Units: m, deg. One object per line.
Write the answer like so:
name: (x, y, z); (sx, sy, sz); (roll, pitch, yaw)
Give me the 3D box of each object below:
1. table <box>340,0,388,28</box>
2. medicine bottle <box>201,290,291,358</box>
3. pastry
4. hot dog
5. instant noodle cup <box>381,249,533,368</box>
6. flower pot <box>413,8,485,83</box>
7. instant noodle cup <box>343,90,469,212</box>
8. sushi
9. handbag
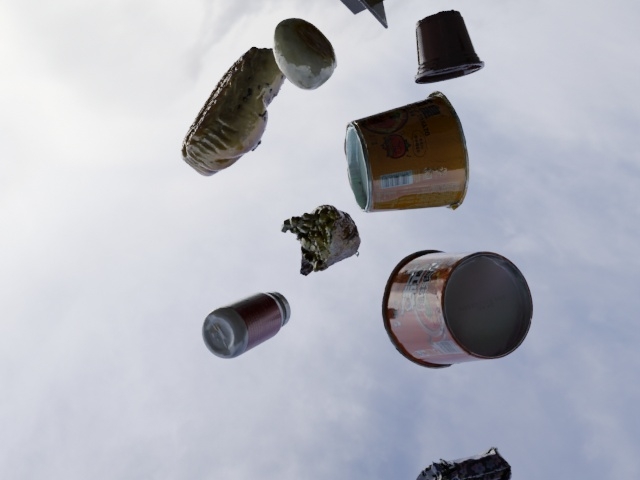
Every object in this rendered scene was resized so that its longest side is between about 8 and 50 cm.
table: (0.077, -0.523, 1.093); (0.167, 0.167, 0.226); (36, -168, 27)
medicine bottle: (-0.183, 0.208, 1.424); (0.131, 0.131, 0.250); (28, -160, 21)
pastry: (-0.037, -0.389, 1.162); (0.156, 0.092, 0.156); (34, -145, -29)
hot dog: (-0.273, -0.364, 1.700); (0.196, 0.367, 0.366); (37, -115, -20)
instant noodle cup: (0.269, 0.130, 1.079); (0.250, 0.192, 0.251); (3, -99, -19)
flower pot: (0.188, -0.296, 0.845); (0.111, 0.089, 0.111); (-11, -176, 1)
instant noodle cup: (0.144, -0.144, 0.992); (0.172, 0.216, 0.216); (-12, -135, -8)
sushi: (0.000, -0.002, 1.528); (0.179, 0.296, 0.167); (-21, -92, -21)
handbag: (0.308, 0.561, 1.229); (0.207, 0.229, 0.127); (-6, -146, -19)
